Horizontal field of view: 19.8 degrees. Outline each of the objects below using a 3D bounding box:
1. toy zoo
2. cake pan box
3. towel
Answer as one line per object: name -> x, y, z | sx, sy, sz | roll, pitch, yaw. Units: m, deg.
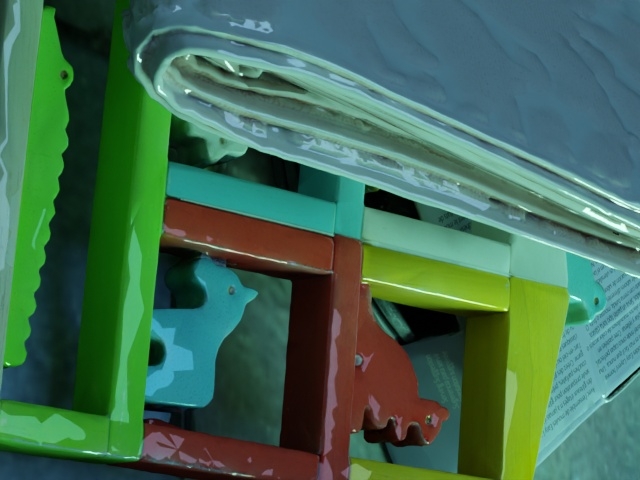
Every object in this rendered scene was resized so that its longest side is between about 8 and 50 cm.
toy zoo -> 0.000, 0.000, 0.695 | 0.293, 0.030, 0.192 | 14, 74, -34
cake pan box -> 0.082, -0.041, 0.858 | 0.267, 0.070, 0.245 | -33, 102, -52
towel -> 0.059, -0.123, 0.731 | 0.317, 0.053, 0.332 | 22, 39, -27
